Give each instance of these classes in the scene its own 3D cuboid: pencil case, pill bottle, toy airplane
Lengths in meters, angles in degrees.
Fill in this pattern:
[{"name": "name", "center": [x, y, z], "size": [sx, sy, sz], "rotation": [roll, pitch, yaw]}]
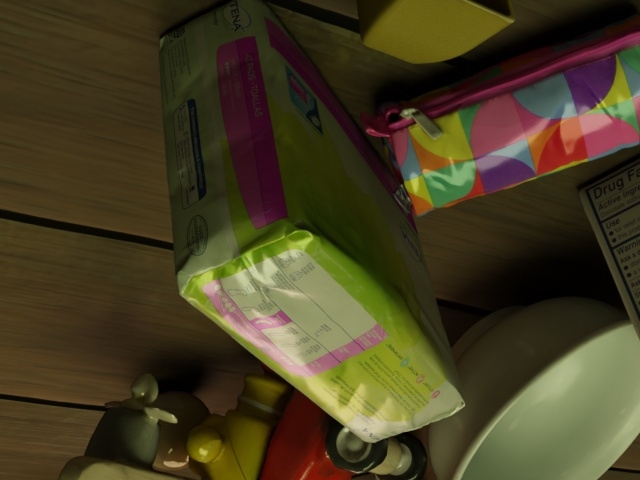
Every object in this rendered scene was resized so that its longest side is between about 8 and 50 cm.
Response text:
[{"name": "pencil case", "center": [0.157, -0.095, 0.763], "size": [0.236, 0.104, 0.104], "rotation": [-19, 142, 7]}, {"name": "pill bottle", "center": [0.178, 0.252, 1.195], "size": [0.221, 0.121, 0.121], "rotation": [-7, 143, -7]}, {"name": "toy airplane", "center": [-0.108, 0.275, 1.028], "size": [0.384, 0.272, 0.386], "rotation": [-26, 139, -37]}]

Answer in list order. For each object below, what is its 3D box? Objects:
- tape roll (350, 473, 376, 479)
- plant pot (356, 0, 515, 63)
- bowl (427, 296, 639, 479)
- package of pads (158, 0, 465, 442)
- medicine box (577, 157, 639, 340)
[{"name": "tape roll", "center": [0.072, 0.461, 1.481], "size": [0.392, 0.072, 0.392], "rotation": [-7, 143, -5]}, {"name": "plant pot", "center": [0.067, -0.165, 0.664], "size": [0.082, 0.081, 0.083], "rotation": [15, 146, -31]}, {"name": "bowl", "center": [0.218, 0.164, 1.045], "size": [0.298, 0.134, 0.297], "rotation": [-22, 135, -23]}, {"name": "package of pads", "center": [0.000, 0.000, 0.733], "size": [0.101, 0.229, 0.296], "rotation": [-24, 142, 16]}, {"name": "medicine box", "center": [0.402, 0.031, 0.830], "size": [0.264, 0.289, 0.149], "rotation": [-30, 137, 22]}]
